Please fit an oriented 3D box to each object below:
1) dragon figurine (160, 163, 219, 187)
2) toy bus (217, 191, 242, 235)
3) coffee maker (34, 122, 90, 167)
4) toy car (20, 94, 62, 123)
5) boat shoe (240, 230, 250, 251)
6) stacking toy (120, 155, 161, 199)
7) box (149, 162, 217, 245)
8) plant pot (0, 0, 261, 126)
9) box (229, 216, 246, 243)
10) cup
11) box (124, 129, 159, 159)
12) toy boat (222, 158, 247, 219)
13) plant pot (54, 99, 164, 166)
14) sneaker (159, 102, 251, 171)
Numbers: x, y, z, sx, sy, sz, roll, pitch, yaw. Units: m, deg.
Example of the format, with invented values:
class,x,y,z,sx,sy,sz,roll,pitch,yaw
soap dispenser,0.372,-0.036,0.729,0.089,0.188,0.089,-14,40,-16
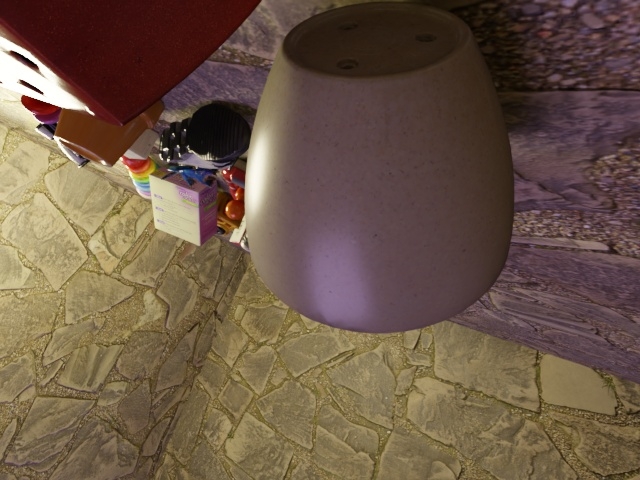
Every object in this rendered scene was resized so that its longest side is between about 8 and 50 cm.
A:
class,x,y,z,sx,sy,sz,roll,pitch,yaw
dragon figurine,-0.420,-0.234,1.283,0.289,0.085,0.144,12,164,28
toy bus,-0.413,-0.131,1.680,0.220,0.150,0.211,33,153,-33
coffee maker,-0.826,-0.367,1.383,0.120,0.171,0.178,4,142,43
toy car,-0.699,-0.371,1.059,0.159,0.136,0.182,23,169,-5
boat shoe,-0.182,-0.070,1.375,0.112,0.096,0.335,25,-155,-8
stacking toy,-0.681,-0.278,1.570,0.141,0.141,0.330,23,162,-1
box,-0.512,-0.136,1.546,0.213,0.117,0.243,20,128,13
plant pot,-0.235,-0.262,0.353,0.267,0.236,0.267,21,170,14
box,-0.283,-0.012,1.930,0.232,0.149,0.126,28,167,-30
cup,0.059,-0.105,0.448,0.330,0.331,0.237,18,142,23
box,-0.595,-0.322,1.206,0.130,0.091,0.170,14,166,43
toy boat,-0.226,-0.128,1.205,0.150,0.151,0.231,28,169,3
plant pot,-0.501,-0.281,0.943,0.205,0.188,0.205,22,170,4
sneaker,-0.229,-0.223,0.930,0.146,0.123,0.330,8,-178,-44
